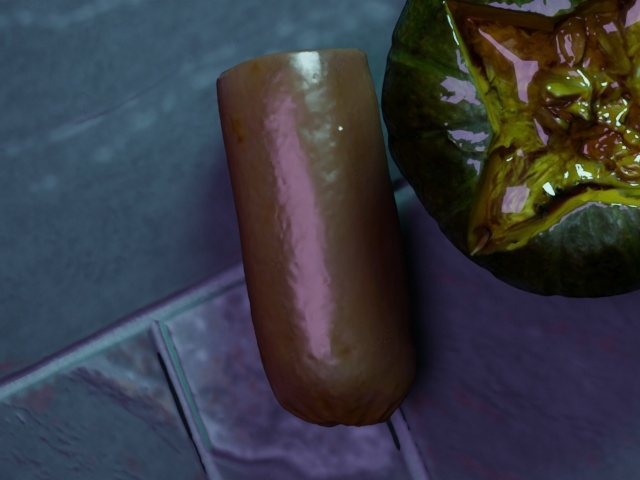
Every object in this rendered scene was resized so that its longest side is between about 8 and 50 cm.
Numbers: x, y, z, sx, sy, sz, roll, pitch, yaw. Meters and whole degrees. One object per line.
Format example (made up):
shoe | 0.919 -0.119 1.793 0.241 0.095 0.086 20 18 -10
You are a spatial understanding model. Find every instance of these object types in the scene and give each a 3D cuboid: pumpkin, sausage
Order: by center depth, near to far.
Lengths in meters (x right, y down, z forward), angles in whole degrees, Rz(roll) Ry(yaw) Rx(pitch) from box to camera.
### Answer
pumpkin | 0.156 -0.084 0.830 0.238 0.159 0.238 1 101 6
sausage | 0.000 0.000 0.945 0.113 0.113 0.259 -12 87 27
